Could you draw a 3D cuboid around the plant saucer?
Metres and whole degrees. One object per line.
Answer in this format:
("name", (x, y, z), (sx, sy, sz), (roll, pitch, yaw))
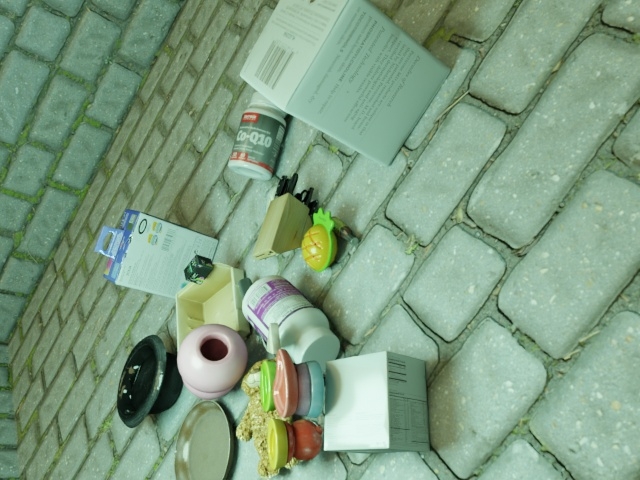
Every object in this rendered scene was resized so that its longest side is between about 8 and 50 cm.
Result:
("plant saucer", (-0.364, 0.668, 1.792), (0.311, 0.050, 0.310), (-22, 57, 40))

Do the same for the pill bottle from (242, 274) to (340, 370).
("pill bottle", (-0.081, 0.234, 1.575), (0.301, 0.169, 0.169), (38, 103, 45))

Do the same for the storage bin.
("storage bin", (-0.369, 0.252, 1.927), (0.260, 0.123, 0.262), (-38, 48, 32))

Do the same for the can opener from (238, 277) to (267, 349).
("can opener", (-0.192, 0.231, 1.795), (0.093, 0.074, 0.280), (-26, 48, -4))

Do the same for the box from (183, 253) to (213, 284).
("box", (-0.411, 0.098, 1.899), (0.083, 0.062, 0.052), (-48, 43, 22))

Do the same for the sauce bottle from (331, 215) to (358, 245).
("sauce bottle", (0.065, -0.027, 1.630), (0.042, 0.042, 0.128), (-59, 39, 10))

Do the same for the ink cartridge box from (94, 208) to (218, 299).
("ink cartridge box", (-0.608, 0.053, 2.069), (0.151, 0.396, 0.269), (11, 81, 50))

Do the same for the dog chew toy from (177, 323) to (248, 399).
("dog chew toy", (-0.337, 0.395, 1.741), (0.331, 0.207, 0.206), (111, 154, -53))

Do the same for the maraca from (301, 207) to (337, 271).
("maraca", (0.000, 0.000, 1.632), (0.127, 0.099, 0.185), (25, 110, 51))

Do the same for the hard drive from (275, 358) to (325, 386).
("hard drive", (-0.050, 0.360, 1.544), (0.135, 0.094, 0.022), (17, 86, 50))

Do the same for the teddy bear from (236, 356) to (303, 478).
("teddy bear", (-0.142, 0.485, 1.580), (0.245, 0.113, 0.337), (-23, 57, 38))

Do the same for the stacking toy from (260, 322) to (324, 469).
("stacking toy", (-0.060, 0.379, 1.415), (0.279, 0.131, 0.308), (-111, 27, -52))

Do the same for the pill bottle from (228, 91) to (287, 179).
("pill bottle", (-0.215, -0.371, 2.004), (0.161, 0.161, 0.283), (5, 77, 49))

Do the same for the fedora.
("fedora", (-0.598, 0.512, 2.041), (0.334, 0.153, 0.333), (-23, 57, 40))

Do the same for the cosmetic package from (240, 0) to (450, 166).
("cosmetic package", (0.060, -0.465, 1.557), (0.327, 0.394, 0.329), (-58, 41, 13))

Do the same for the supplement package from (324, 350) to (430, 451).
("supplement package", (0.127, 0.377, 1.296), (0.194, 0.149, 0.203), (-21, 59, 41))

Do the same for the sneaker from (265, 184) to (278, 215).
("sneaker", (-0.145, -0.066, 1.865), (0.086, 0.085, 0.237), (144, 133, -68))

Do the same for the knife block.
("knife block", (-0.115, -0.085, 1.713), (0.088, 0.276, 0.242), (-21, 88, 42))
